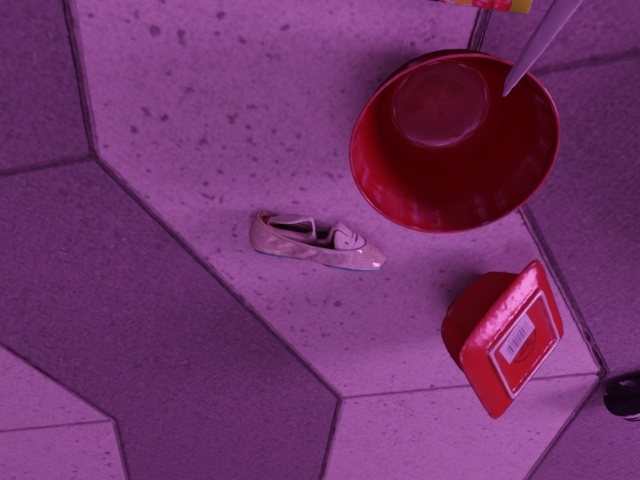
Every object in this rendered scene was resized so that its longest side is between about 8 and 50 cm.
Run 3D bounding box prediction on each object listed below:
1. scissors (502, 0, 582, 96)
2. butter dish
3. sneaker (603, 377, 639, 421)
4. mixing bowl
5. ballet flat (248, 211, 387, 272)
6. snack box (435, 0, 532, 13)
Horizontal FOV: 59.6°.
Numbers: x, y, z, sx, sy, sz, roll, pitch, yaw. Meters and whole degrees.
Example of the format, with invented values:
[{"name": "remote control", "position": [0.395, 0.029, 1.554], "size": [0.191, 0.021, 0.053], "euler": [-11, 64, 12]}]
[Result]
[{"name": "scissors", "position": [0.222, -0.229, 0.370], "size": [0.109, 0.021, 0.297], "euler": [24, 108, 21]}, {"name": "butter dish", "position": [0.209, 0.109, 0.699], "size": [0.160, 0.118, 0.160], "euler": [-45, 128, -15]}, {"name": "sneaker", "position": [0.512, 0.221, 0.813], "size": [0.178, 0.072, 0.077], "euler": [-21, 138, 29]}, {"name": "mixing bowl", "position": [0.118, -0.106, 0.525], "size": [0.181, 0.098, 0.181], "euler": [2, 131, 2]}, {"name": "ballet flat", "position": [0.000, 0.000, 0.652], "size": [0.168, 0.057, 0.052], "euler": [8, 120, -4]}, {"name": "snack box", "position": [0.134, -0.258, 0.435], "size": [0.100, 0.037, 0.141], "euler": [7, 130, -4]}]
